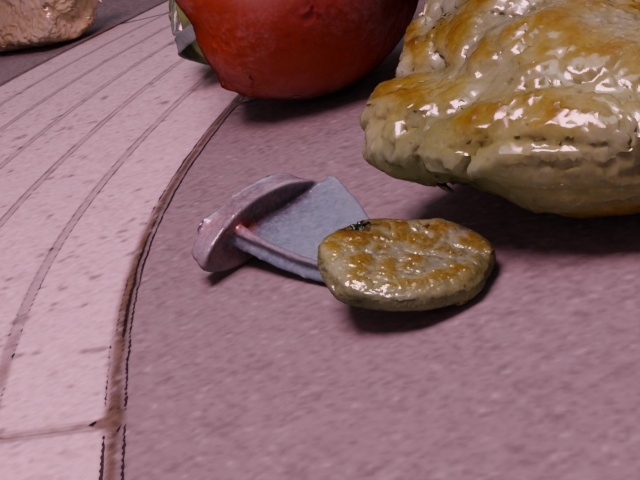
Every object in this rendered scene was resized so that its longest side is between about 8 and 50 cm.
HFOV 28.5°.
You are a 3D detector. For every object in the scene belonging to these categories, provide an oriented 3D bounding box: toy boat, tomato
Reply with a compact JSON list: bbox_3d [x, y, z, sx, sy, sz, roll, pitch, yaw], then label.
[{"bbox_3d":[0.000,0.000,0.658,0.096,0.034,0.122,-37,37,-30],"label":"toy boat"},{"bbox_3d":[-0.018,-0.209,0.942,0.184,0.208,0.208,-25,20,4],"label":"tomato"}]

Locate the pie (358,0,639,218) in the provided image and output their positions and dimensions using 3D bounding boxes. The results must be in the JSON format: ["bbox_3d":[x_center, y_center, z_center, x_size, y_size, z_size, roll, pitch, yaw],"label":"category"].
[{"bbox_3d":[0.157,-0.090,0.658,0.257,0.105,0.274,1,26,18],"label":"pie"}]

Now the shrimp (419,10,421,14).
[{"bbox_3d":[0.196,-0.149,0.852,0.253,0.058,0.173,-14,29,-2],"label":"shrimp"}]

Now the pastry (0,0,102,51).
[{"bbox_3d":[-0.370,-0.286,1.571,0.258,0.089,0.121,0,30,34],"label":"pastry"}]

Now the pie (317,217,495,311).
[{"bbox_3d":[0.040,0.009,0.585,0.085,0.017,0.085,2,29,-1],"label":"pie"}]

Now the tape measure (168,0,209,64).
[{"bbox_3d":[-0.048,-0.217,1.125,0.200,0.106,0.175,-30,11,-8],"label":"tape measure"}]
